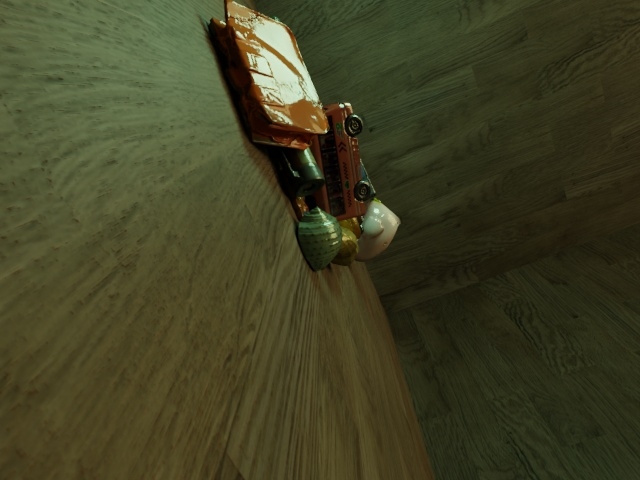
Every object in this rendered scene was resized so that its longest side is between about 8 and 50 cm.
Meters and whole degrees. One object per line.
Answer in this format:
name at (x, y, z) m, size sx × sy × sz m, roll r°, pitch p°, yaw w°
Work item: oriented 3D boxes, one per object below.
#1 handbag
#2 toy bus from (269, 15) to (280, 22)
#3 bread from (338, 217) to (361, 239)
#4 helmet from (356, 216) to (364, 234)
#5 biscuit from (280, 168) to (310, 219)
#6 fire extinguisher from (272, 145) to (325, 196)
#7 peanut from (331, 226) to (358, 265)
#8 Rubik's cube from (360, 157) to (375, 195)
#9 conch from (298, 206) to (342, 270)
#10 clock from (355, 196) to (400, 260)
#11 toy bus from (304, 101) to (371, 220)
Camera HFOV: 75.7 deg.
handbag at (-0.150, -0.482, 1.244) m, size 0.303 × 0.116 × 0.411 m, roll -7°, pitch 74°, yaw -51°
toy bus at (-0.206, -0.791, 1.821) m, size 0.199 × 0.183 × 0.344 m, roll -110°, pitch 175°, yaw -58°
bread at (0.072, -0.080, 1.827) m, size 0.269 × 0.145 × 0.268 m, roll 61°, pitch -7°, yaw 13°
helmet at (0.122, -0.074, 2.034) m, size 0.189 × 0.192 × 0.216 m, roll 65°, pitch 13°, yaw -71°
biscuit at (-0.071, -0.125, 1.459) m, size 0.183 × 0.043 × 0.281 m, roll -93°, pitch 162°, yaw -77°
fire extinguisher at (-0.116, -0.339, 1.372) m, size 0.376 × 0.113 × 0.200 m, roll 65°, pitch 7°, yaw 18°
peanut at (0.071, 0.020, 1.585) m, size 0.305 × 0.146 × 0.147 m, roll 63°, pitch 7°, yaw -74°
Rubik's cube at (0.126, -0.332, 2.367) m, size 0.303 × 0.304 × 0.301 m, roll -23°, pitch 89°, yaw -80°
conch at (0.009, -0.006, 1.306) m, size 0.172 × 0.131 × 0.200 m, roll -81°, pitch 147°, yaw -77°
clock at (0.299, -0.038, 2.466) m, size 0.250 × 0.377 × 0.368 m, roll 37°, pitch 8°, yaw 3°
toy bus at (0.031, -0.290, 1.561) m, size 0.203 × 0.232 × 0.428 m, roll 24°, pitch -52°, yaw 61°
